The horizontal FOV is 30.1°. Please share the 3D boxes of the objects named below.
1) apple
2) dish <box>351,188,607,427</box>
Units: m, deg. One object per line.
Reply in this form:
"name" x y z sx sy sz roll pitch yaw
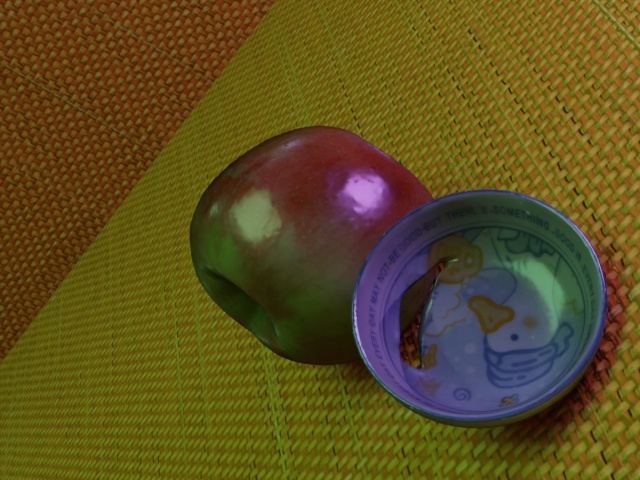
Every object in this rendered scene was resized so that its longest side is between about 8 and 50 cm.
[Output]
"apple" 0.000 0.000 1.552 0.277 0.319 0.319 -46 21 -19
"dish" 0.179 0.093 1.315 0.273 0.134 0.273 -7 60 12
